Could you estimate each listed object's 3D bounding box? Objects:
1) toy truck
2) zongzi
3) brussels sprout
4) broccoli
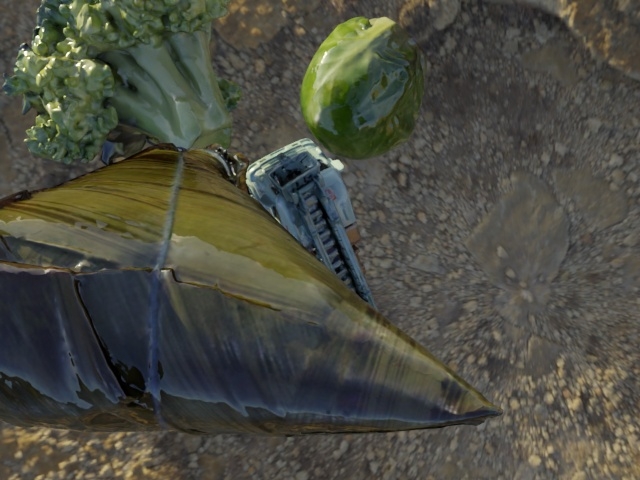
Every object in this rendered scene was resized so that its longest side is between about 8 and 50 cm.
[{"bbox_3d":[0.000,0.000,1.293,0.133,0.338,0.184,-28,37,-14],"label":"toy truck"},{"bbox_3d":[-0.034,0.027,0.515,0.299,0.286,0.139,6,108,15],"label":"zongzi"},{"bbox_3d":[0.073,-0.256,1.465,0.244,0.244,0.244,-1,87,13],"label":"brussels sprout"},{"bbox_3d":[-0.204,-0.218,1.121,0.348,0.293,0.281,-42,63,23],"label":"broccoli"}]
